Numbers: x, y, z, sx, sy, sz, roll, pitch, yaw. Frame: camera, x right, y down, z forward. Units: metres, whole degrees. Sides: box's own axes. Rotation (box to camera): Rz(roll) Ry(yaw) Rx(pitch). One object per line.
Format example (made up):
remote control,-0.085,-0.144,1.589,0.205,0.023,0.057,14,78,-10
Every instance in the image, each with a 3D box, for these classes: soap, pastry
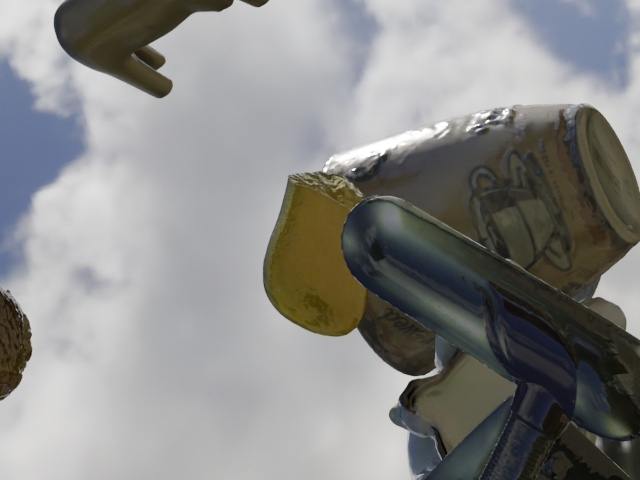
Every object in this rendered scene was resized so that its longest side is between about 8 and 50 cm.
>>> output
soap,0.000,0.000,1.324,0.089,0.033,0.168,27,-133,-24
pastry,-0.201,0.061,0.896,0.109,0.097,0.057,-7,-108,-27

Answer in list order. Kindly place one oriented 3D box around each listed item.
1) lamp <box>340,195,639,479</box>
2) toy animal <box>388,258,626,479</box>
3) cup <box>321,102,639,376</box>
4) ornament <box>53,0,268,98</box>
lamp,0.086,0.102,1.011,0.124,0.203,0.283,-42,-22,-11
toy animal,0.142,0.167,1.419,0.289,0.174,0.249,95,-169,-53
cup,0.180,0.004,1.634,0.301,0.257,0.227,42,-142,-45
ornament,-0.144,-0.232,1.592,0.245,0.230,0.061,22,-134,-56
